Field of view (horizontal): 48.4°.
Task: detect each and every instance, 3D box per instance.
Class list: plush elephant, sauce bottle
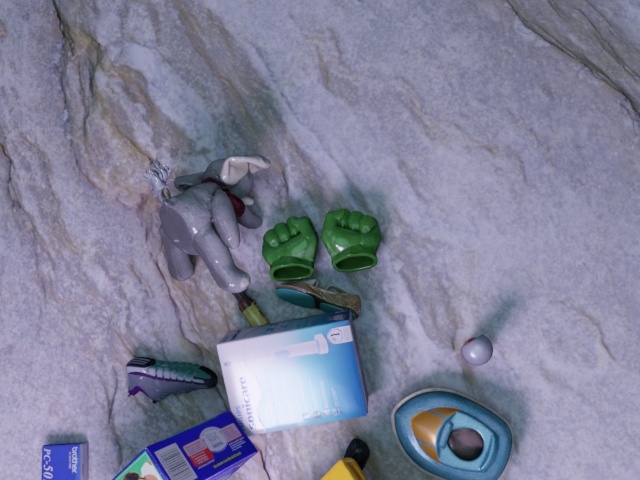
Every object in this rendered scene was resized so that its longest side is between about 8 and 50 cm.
[{"bbox_3d":[-0.240,-0.077,1.653,0.255,0.272,0.330,-36,112,-36],"label":"plush elephant"},{"bbox_3d":[-0.166,0.164,1.681,0.042,0.042,0.128,-36,79,0],"label":"sauce bottle"}]

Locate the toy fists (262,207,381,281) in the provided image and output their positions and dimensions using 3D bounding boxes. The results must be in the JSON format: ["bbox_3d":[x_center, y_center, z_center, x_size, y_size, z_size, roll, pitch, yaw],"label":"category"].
[{"bbox_3d":[0.000,0.000,1.654,0.279,0.096,0.142,-10,56,7],"label":"toy fists"}]

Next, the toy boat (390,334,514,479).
[{"bbox_3d":[0.296,0.356,1.527,0.267,0.148,0.318,16,82,11],"label":"toy boat"}]

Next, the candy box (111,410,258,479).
[{"bbox_3d":[-0.327,0.513,1.469,0.317,0.268,0.122,-46,72,23],"label":"candy box"}]

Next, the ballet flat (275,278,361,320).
[{"bbox_3d":[-0.001,0.128,1.663,0.206,0.073,0.067,19,56,8],"label":"ballet flat"}]

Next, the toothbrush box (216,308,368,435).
[{"bbox_3d":[-0.057,0.291,1.573,0.295,0.126,0.216,-12,95,5],"label":"toothbrush box"}]

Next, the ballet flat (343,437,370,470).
[{"bbox_3d":[0.054,0.524,1.588,0.057,0.049,0.173,35,85,-30],"label":"ballet flat"}]

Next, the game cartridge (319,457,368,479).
[{"bbox_3d":[0.027,0.636,1.377,0.323,0.053,0.285,-50,55,19],"label":"game cartridge"}]

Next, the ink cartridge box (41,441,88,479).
[{"bbox_3d":[-0.595,0.579,1.656,0.097,0.046,0.207,-5,78,6],"label":"ink cartridge box"}]

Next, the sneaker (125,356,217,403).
[{"bbox_3d":[-0.347,0.338,1.667,0.224,0.083,0.098,8,101,13],"label":"sneaker"}]
